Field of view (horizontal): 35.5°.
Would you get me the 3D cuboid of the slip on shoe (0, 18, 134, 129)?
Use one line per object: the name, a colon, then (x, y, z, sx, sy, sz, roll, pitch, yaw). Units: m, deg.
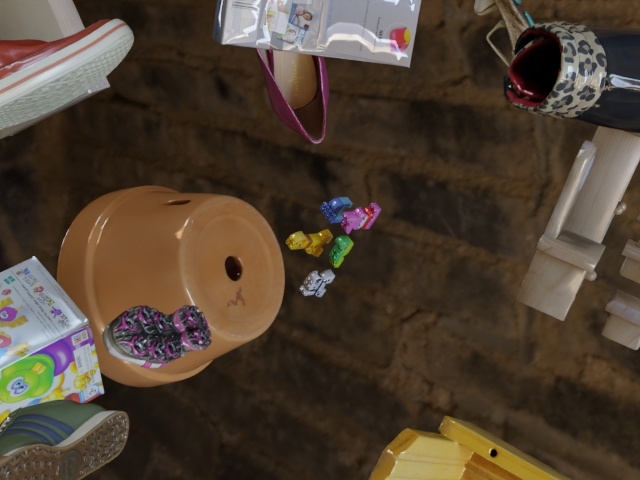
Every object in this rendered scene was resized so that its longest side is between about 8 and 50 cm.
slip on shoe: (-0.339, -0.155, 0.962, 0.101, 0.331, 0.123, 67, -13, 1)

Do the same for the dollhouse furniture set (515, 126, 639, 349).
dollhouse furniture set: (0.399, 0.022, 0.926, 0.355, 0.303, 0.174, 25, -71, 16)

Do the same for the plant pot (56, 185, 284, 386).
plant pot: (-0.188, 0.051, 1.400, 0.203, 0.291, 0.291, -13, -73, 38)

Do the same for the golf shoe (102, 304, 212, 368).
golf shoe: (-0.194, 0.115, 1.113, 0.067, 0.086, 0.186, 69, 17, 11)

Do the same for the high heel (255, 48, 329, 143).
high heel: (-0.043, -0.308, 1.432, 0.181, 0.127, 0.377, 62, -6, 30)

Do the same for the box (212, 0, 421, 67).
box: (0.004, -0.239, 0.902, 0.038, 0.186, 0.145, -139, -126, -63)

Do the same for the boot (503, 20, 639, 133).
boot: (0.226, -0.134, 0.786, 0.236, 0.178, 0.085, -121, -141, -71)

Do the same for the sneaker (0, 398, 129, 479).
sneaker: (-0.266, 0.191, 0.904, 0.086, 0.192, 0.064, 12, -75, 27)

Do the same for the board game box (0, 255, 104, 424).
board game box: (-0.421, 0.164, 1.196, 0.144, 0.275, 0.142, 42, -34, 34)

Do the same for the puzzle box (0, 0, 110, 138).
puzzle box: (-0.520, -0.392, 1.623, 0.272, 0.052, 0.409, -15, -79, 39)

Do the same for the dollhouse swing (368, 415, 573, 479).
dollhouse swing: (0.214, 0.485, 1.556, 0.315, 0.347, 0.305, 28, 0, 16)

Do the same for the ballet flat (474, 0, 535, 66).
ballet flat: (0.242, -0.297, 1.318, 0.067, 0.073, 0.206, -25, -96, 20)

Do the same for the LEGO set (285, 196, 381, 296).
LEGO set: (0.000, 0.000, 1.810, 0.087, 0.093, 0.227, 53, -53, 29)
